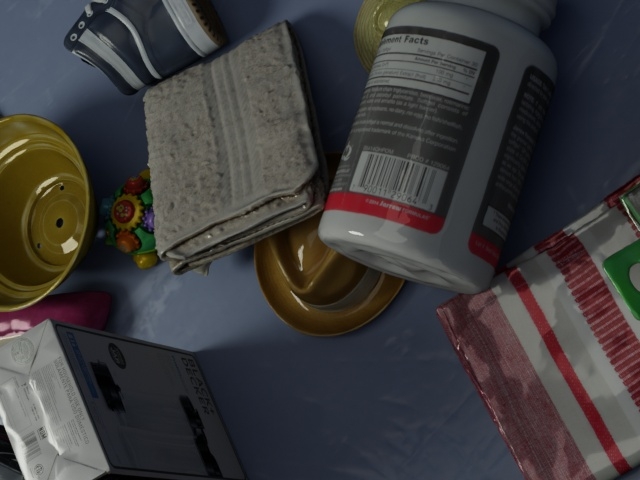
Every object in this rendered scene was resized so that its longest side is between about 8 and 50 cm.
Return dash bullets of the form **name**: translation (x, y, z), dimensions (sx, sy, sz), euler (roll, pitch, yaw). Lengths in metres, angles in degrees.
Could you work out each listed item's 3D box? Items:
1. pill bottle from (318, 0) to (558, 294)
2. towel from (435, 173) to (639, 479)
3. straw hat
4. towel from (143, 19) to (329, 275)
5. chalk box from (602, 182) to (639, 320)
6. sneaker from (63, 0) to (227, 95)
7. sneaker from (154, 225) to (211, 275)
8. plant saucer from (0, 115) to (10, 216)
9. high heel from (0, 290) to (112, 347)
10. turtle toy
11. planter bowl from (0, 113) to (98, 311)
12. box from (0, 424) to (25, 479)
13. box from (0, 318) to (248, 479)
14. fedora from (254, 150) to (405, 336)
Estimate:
- **pill bottle**: translation (0.126, -0.122, 1.725), dimensions (0.176, 0.176, 0.318), euler (15, 81, 26)
- **towel**: translation (0.294, 0.080, 1.699), dimensions (0.329, 0.037, 0.237), euler (-34, 70, 16)
- **straw hat**: translation (0.088, -0.228, 1.832), dimensions (0.144, 0.061, 0.144), euler (-5, 79, 25)
- **towel**: translation (-0.092, -0.101, 1.831), dimensions (0.187, 0.049, 0.282), euler (-24, 43, 12)
- **chalk box**: translation (0.358, -0.010, 1.597), dimensions (0.213, 0.132, 0.132), euler (-34, 72, 11)
- **sneaker**: translation (-0.229, -0.293, 1.970), dimensions (0.153, 0.099, 0.282), euler (-33, 72, 15)
- **sneaker**: translation (-0.093, -0.049, 1.891), dimensions (0.185, 0.084, 0.069), euler (-47, 35, -13)
- **plant saucer**: translation (-0.459, -0.063, 2.075), dimensions (0.241, 0.037, 0.241), euler (-4, 80, 25)
- **high heel**: translation (-0.345, 0.083, 1.990), dimensions (0.244, 0.082, 0.117), euler (11, 58, 39)
- **turtle toy**: translation (-0.186, -0.036, 1.925), dimensions (0.130, 0.066, 0.095), euler (-38, 68, 15)
- **planter bowl**: translation (-0.311, -0.024, 1.964), dimensions (0.217, 0.090, 0.217), euler (-6, 78, 31)
- **box**: translation (-0.308, 0.277, 1.818), dimensions (0.165, 0.270, 0.143), euler (20, 90, 27)
- **box**: translation (-0.197, 0.183, 1.772), dimensions (0.087, 0.290, 0.169), euler (-31, 68, 16)
- **fedora**: translation (0.000, 0.000, 1.825), dimensions (0.194, 0.079, 0.194), euler (-4, 81, 25)
